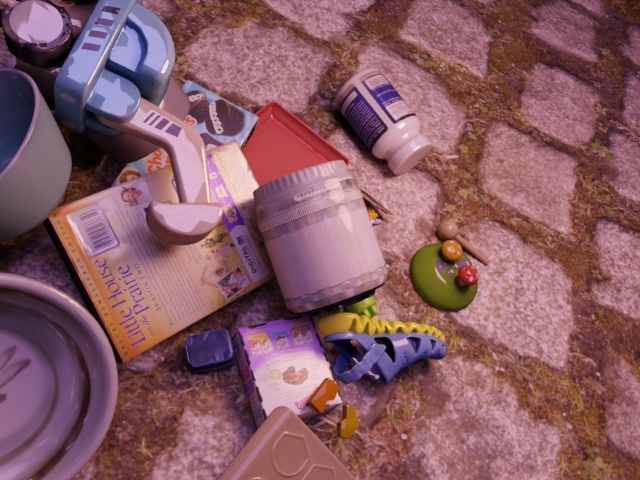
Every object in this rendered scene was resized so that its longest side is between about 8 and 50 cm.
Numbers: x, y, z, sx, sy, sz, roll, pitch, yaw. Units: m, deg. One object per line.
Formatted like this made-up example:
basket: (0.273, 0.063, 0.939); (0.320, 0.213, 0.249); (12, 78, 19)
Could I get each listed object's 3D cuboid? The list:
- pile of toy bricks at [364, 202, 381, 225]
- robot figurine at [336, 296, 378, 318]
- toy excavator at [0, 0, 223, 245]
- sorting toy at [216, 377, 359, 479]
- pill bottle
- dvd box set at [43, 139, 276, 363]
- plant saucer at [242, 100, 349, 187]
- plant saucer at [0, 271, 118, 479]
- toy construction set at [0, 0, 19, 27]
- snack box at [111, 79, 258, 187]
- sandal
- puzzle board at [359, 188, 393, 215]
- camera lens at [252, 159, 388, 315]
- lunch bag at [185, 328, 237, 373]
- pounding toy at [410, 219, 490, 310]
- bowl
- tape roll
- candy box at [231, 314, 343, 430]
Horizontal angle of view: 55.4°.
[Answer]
pile of toy bricks: (0.044, -0.077, 1.430); (0.212, 0.118, 0.105); (-6, 82, -31)
robot figurine: (0.079, 0.127, 1.359); (0.101, 0.067, 0.115); (-24, 72, -34)
toy excavator: (-0.343, -0.257, 1.115); (0.445, 0.222, 0.433); (22, 68, -14)
sorting toy: (-0.032, 0.417, 1.109); (0.229, 0.041, 0.307); (47, 61, -8)
pill bottle: (0.170, -0.314, 1.619); (0.153, 0.153, 0.265); (-25, 73, -34)
dvd box set: (-0.281, 0.008, 1.216); (0.420, 0.062, 0.308); (-30, 96, -34)
plant saucer: (-0.095, -0.195, 1.495); (0.258, 0.048, 0.259); (39, 54, 3)
plant saucer: (-0.524, 0.232, 0.930); (0.400, 0.100, 0.400); (-7, 105, -28)
toy construction set: (-0.563, -0.398, 1.347); (0.309, 0.257, 0.237); (-6, 80, -52)
snack box: (-0.294, -0.188, 1.355); (0.187, 0.060, 0.322); (28, 65, -3)
sandal: (0.131, 0.235, 1.280); (0.317, 0.126, 0.138); (9, 71, -28)
puzzle board: (0.122, -0.100, 1.494); (0.096, 0.011, 0.128); (43, 11, 25)
camera lens: (0.000, 0.000, 1.230); (0.219, 0.219, 0.274); (-19, 90, -32)
lunch bag: (-0.208, 0.214, 1.176); (0.098, 0.065, 0.067); (-9, 65, -9)
pounding toy: (0.336, 0.051, 1.493); (0.183, 0.110, 0.237); (38, 53, 2)
bowl: (-0.557, -0.120, 1.038); (0.311, 0.163, 0.312); (-9, 59, 16)
tape roll: (-0.390, -0.269, 1.311); (0.072, 0.219, 0.219); (52, 38, -43)
candy box: (-0.069, 0.259, 1.211); (0.164, 0.070, 0.196); (-8, 63, -28)
